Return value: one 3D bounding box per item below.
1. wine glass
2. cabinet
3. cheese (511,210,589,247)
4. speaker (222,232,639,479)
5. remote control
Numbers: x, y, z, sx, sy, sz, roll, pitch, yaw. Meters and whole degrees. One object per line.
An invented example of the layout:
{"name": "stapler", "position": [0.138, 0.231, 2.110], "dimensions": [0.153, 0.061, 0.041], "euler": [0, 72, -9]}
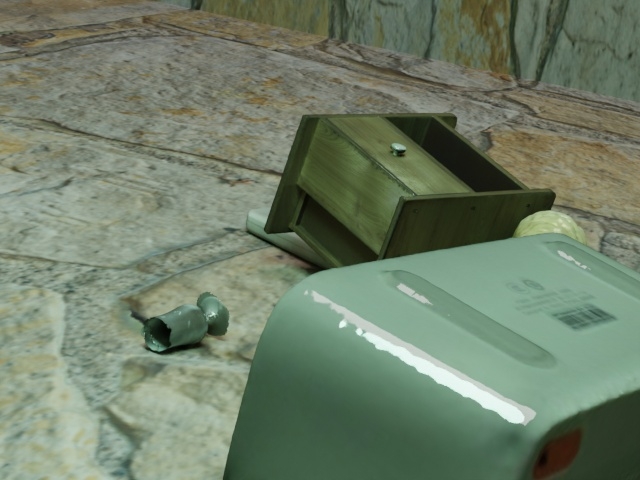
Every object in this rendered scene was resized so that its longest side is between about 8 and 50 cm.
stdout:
{"name": "wine glass", "position": [-0.119, 0.071, 1.343], "dimensions": [0.039, 0.042, 0.083], "euler": [-16, -1, 38]}
{"name": "cabinet", "position": [0.091, -0.033, 1.577], "dimensions": [0.215, 0.148, 0.175], "euler": [-4, 34, -39]}
{"name": "cheese", "position": [0.205, 0.045, 1.478], "dimensions": [0.094, 0.123, 0.167], "euler": [8, 17, 12]}
{"name": "speaker", "position": [0.135, 0.116, 1.045], "dimensions": [0.184, 0.183, 0.406], "euler": [26, 18, 31]}
{"name": "remote control", "position": [0.000, 0.000, 1.700], "dimensions": [0.087, 0.029, 0.190], "euler": [-3, 19, -39]}
